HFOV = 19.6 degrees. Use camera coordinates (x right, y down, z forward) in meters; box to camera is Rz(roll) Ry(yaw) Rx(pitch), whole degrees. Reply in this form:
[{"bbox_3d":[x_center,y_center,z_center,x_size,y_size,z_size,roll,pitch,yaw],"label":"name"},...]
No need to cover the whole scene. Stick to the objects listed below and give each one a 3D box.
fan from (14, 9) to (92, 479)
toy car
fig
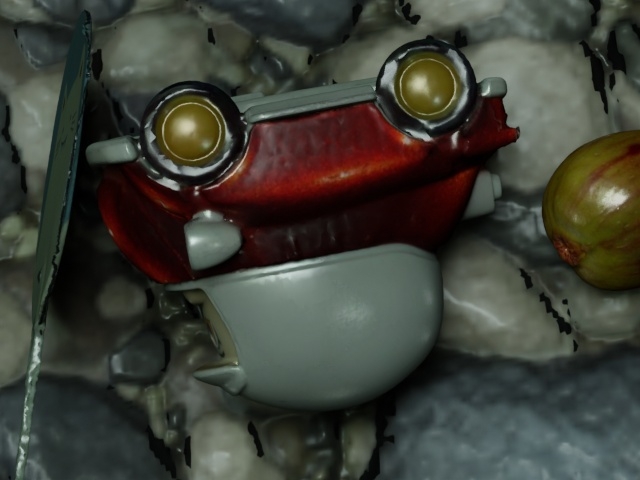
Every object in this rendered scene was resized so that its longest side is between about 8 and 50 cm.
[{"bbox_3d":[-0.094,0.006,0.636,0.005,0.113,0.175,8,76,-12],"label":"fan"},{"bbox_3d":[0.000,0.000,0.613,0.139,0.112,0.112,-12,88,-3],"label":"toy car"},{"bbox_3d":[0.110,-0.021,0.612,0.050,0.050,0.083,40,70,23],"label":"fig"}]
